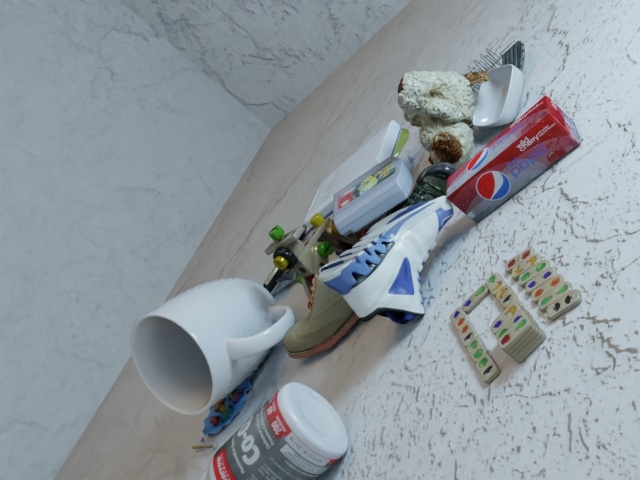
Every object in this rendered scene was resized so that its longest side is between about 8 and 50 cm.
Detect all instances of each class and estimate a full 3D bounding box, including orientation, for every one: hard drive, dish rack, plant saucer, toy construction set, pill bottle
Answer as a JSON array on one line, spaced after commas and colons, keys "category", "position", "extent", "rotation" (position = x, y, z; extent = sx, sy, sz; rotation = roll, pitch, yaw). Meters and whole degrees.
[{"category": "hard drive", "position": [0.088, -0.181, 2.158], "extent": [0.319, 0.040, 0.210], "rotation": [-38, 20, 39]}, {"category": "dish rack", "position": [0.398, -0.392, 1.944], "extent": [0.271, 0.074, 0.208], "rotation": [-42, 24, 38]}, {"category": "plant saucer", "position": [0.174, -0.260, 2.374], "extent": [0.241, 0.037, 0.241], "rotation": [-46, 16, 17]}, {"category": "toy construction set", "position": [-0.027, 0.017, 1.933], "extent": [0.257, 0.237, 0.309], "rotation": [-54, 16, -12]}, {"category": "pill bottle", "position": [-0.098, 0.405, 1.400], "extent": [0.283, 0.161, 0.161], "rotation": [-46, 16, 16]}]

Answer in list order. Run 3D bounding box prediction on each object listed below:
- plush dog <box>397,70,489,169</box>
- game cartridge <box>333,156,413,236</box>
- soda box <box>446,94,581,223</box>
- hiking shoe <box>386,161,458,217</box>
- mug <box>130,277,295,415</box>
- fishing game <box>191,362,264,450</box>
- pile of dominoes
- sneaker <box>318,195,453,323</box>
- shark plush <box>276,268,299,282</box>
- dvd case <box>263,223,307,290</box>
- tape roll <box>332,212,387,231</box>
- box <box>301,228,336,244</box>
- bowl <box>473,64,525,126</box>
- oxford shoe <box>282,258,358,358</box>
[{"category": "plush dog", "position": [0.295, -0.270, 1.796], "extent": [0.211, 0.225, 0.262], "rotation": [-6, -2, 10]}, {"category": "game cartridge", "position": [0.121, -0.112, 1.803], "extent": [0.196, 0.060, 0.294], "rotation": [-30, 14, 9]}, {"category": "soda box", "position": [0.368, -0.154, 1.503], "extent": [0.263, 0.092, 0.083], "rotation": [-41, 18, 30]}, {"category": "hiking shoe", "position": [0.234, -0.077, 1.748], "extent": [0.227, 0.086, 0.114], "rotation": [-49, 22, 38]}, {"category": "mug", "position": [-0.228, 0.233, 1.929], "extent": [0.374, 0.276, 0.328], "rotation": [-10, 15, 39]}, {"category": "fishing game", "position": [-0.250, 0.422, 2.005], "extent": [0.189, 0.041, 0.264], "rotation": [-19, 34, 58]}, {"category": "pile of dominoes", "position": [0.293, 0.101, 1.235], "extent": [0.196, 0.040, 0.251], "rotation": [-48, 17, 11]}, {"category": "sneaker", "position": [0.153, 0.059, 1.523], "extent": [0.315, 0.182, 0.127], "rotation": [-37, 11, -30]}, {"category": "shark plush", "position": [-0.077, 0.078, 2.241], "extent": [0.161, 0.067, 0.073], "rotation": [-30, 28, 56]}, {"category": "dvd case", "position": [-0.108, 0.068, 2.330], "extent": [0.221, 0.018, 0.164], "rotation": [-57, -7, -20]}, {"category": "tape roll", "position": [0.130, -0.105, 2.081], "extent": [0.219, 0.072, 0.219], "rotation": [-45, 16, 17]}, {"category": "box", "position": [0.000, 0.000, 2.235], "extent": [0.059, 0.054, 0.169], "rotation": [-54, 15, -12]}, {"category": "bowl", "position": [0.414, -0.324, 1.774], "extent": [0.142, 0.053, 0.142], "rotation": [-168, 94, -73]}, {"category": "oxford shoe", "position": [0.030, 0.121, 1.711], "extent": [0.397, 0.146, 0.140], "rotation": [-42, 19, 29]}]
